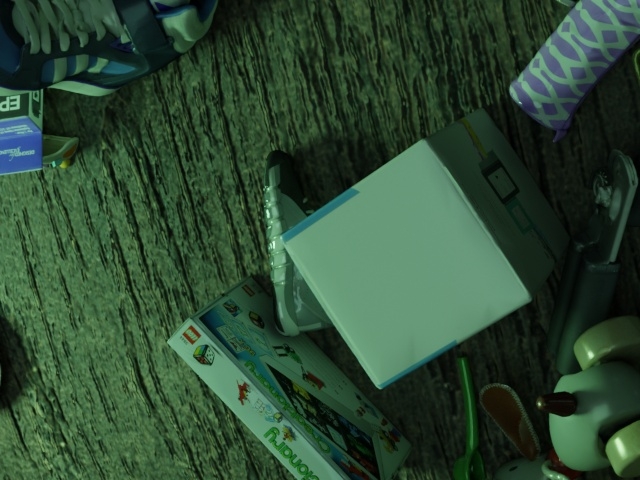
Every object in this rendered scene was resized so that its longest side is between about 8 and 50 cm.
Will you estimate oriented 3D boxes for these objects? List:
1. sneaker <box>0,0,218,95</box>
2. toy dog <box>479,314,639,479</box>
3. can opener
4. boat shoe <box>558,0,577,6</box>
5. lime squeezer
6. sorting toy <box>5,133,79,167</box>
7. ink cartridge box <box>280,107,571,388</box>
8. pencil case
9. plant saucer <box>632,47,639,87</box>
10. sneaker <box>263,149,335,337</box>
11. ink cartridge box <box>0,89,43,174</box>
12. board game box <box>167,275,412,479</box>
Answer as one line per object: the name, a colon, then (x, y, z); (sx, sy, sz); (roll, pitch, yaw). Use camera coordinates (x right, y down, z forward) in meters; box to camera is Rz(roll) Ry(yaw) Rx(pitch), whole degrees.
sneaker: (-0.260, -0.263, 1.459); (0.236, 0.323, 0.130); (-28, 75, 30)
toy dog: (0.258, 0.229, 1.429); (0.161, 0.220, 0.333); (1, 125, -25)
can opener: (0.327, 0.027, 1.438); (0.095, 0.076, 0.283); (-1, 124, -10)
boat shoe: (0.183, -0.399, 1.385); (0.335, 0.112, 0.095); (49, 118, 6)
lime squeezer: (0.163, 0.297, 1.608); (0.110, 0.059, 0.310); (39, 117, 37)
sorting toy: (-0.366, -0.111, 1.663); (0.083, 0.075, 0.045); (8, 106, 17)
ink cartridge box: (0.126, -0.001, 1.418); (0.198, 0.270, 0.197); (-34, 90, 23)
pencil case: (0.295, -0.210, 1.396); (0.088, 0.086, 0.206); (47, 124, 12)
plant saucer: (0.454, -0.143, 1.392); (0.188, 0.045, 0.188); (-14, 99, 21)
sneaker: (0.000, 0.000, 1.576); (0.132, 0.086, 0.228); (-5, 92, -3)
ink cartridge box: (-0.449, -0.182, 1.648); (0.206, 0.045, 0.208); (-7, 77, 20)
board game box: (-0.030, 0.189, 1.561); (0.305, 0.193, 0.053); (46, 112, 3)
